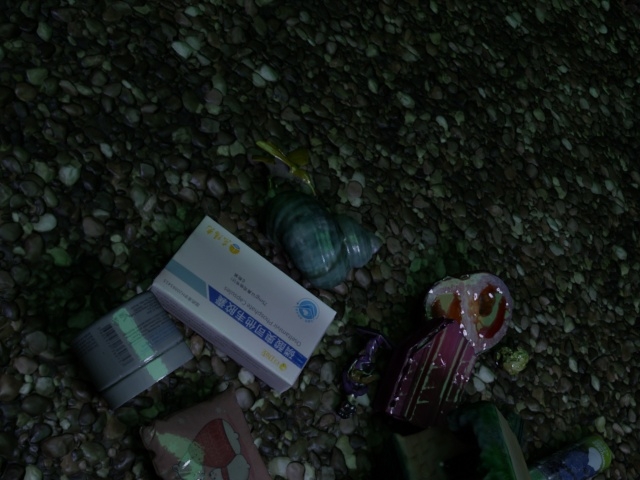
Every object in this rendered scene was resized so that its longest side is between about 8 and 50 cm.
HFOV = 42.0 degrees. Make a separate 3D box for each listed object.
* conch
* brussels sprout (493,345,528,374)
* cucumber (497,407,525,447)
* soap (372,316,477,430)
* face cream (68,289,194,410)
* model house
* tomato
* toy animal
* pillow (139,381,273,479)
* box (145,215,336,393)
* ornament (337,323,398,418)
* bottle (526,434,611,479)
[{"bbox_3d":[0.000,0.000,1.809,0.277,0.195,0.220,5,36,-4],"label":"conch"},{"bbox_3d":[0.460,0.292,2.028,0.085,0.085,0.058,55,46,-1],"label":"brussels sprout"},{"bbox_3d":[0.430,0.461,1.945,0.116,0.062,0.115,33,53,-18],"label":"cucumber"},{"bbox_3d":[0.239,0.288,1.823,0.162,0.099,0.250,27,79,-15],"label":"soap"},{"bbox_3d":[-0.341,0.195,1.501,0.177,0.177,0.153,-33,88,-37],"label":"face cream"},{"bbox_3d":[0.251,0.552,1.619,0.334,0.343,0.382,51,21,-47],"label":"model house"},{"bbox_3d":[0.330,0.172,1.965,0.228,0.112,0.199,-6,89,-15],"label":"tomato"},{"bbox_3d":[-0.076,-0.150,1.862,0.155,0.095,0.219,60,23,3],"label":"toy animal"},{"bbox_3d":[-0.208,0.408,1.552,0.223,0.084,0.236,-17,85,-35],"label":"pillow"},{"bbox_3d":[-0.157,0.127,1.686,0.343,0.065,0.200,37,56,-5],"label":"box"},{"bbox_3d":[0.088,0.293,1.800,0.081,0.088,0.203,37,65,-43],"label":"ornament"},{"bbox_3d":[0.547,0.551,1.960,0.330,0.093,0.093,-13,78,-35],"label":"bottle"}]
